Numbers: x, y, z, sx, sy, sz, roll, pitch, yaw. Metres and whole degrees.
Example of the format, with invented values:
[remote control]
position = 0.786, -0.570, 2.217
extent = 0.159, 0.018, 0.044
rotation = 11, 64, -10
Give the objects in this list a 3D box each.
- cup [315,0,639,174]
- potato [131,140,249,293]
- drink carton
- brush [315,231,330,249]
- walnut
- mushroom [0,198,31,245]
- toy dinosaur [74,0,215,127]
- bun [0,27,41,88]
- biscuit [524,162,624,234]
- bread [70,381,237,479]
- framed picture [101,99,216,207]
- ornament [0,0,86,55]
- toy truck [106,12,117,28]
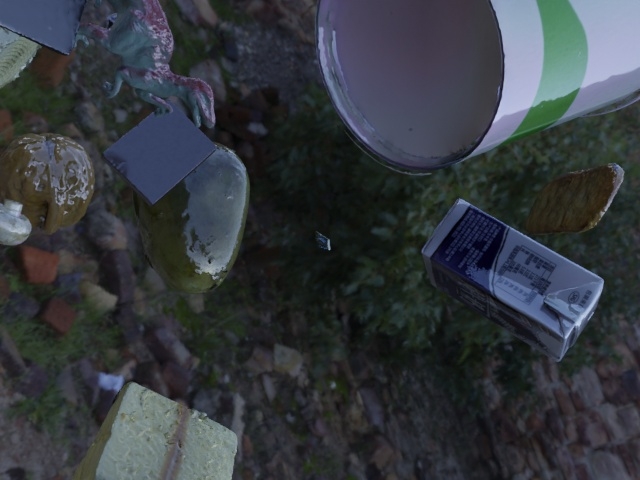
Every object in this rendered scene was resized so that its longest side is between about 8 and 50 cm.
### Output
[cup]
position = 0.155, -0.192, 0.604
extent = 0.274, 0.253, 0.253
rotation = -31, 96, -37
[potato]
position = -0.296, -0.062, 1.547
extent = 0.269, 0.219, 0.359
rotation = 11, 66, -18
[drink carton]
position = 0.261, 0.056, 0.948
extent = 0.222, 0.102, 0.134
rotation = 32, -13, 25
[brush]
position = 0.000, 0.000, 1.009
extent = 0.083, 0.013, 0.016
rotation = -140, -139, -75
[walnut]
position = -0.678, -0.139, 1.708
extent = 0.224, 0.257, 0.257
rotation = -1, 63, -30
[mushroom]
position = -0.487, -0.031, 1.064
extent = 0.083, 0.068, 0.083
rotation = 24, 2, -1
[toy dinosaur]
position = -0.201, -0.246, 0.758
extent = 0.053, 0.167, 0.242
rotation = -66, 160, -61
[bun]
position = -0.833, -0.510, 1.773
extent = 0.152, 0.259, 0.259
rotation = 40, 26, -10
[biscuit]
position = 0.387, -0.059, 1.067
extent = 0.029, 0.118, 0.247
rotation = 28, -2, -5
[bread]
position = -0.306, 0.420, 1.284
extent = 0.263, 0.198, 0.236
rotation = 34, 39, -21
[framed picture]
position = -0.293, -0.161, 1.266
extent = 0.128, 0.023, 0.168
rotation = 45, 65, -3
[ornament]
position = -0.255, -0.195, 0.525
extent = 0.081, 0.203, 0.088
rotation = 19, 87, -47
[toy truck]
position = -0.264, -0.304, 0.966
extent = 0.044, 0.039, 0.083
rotation = 31, 43, 10
